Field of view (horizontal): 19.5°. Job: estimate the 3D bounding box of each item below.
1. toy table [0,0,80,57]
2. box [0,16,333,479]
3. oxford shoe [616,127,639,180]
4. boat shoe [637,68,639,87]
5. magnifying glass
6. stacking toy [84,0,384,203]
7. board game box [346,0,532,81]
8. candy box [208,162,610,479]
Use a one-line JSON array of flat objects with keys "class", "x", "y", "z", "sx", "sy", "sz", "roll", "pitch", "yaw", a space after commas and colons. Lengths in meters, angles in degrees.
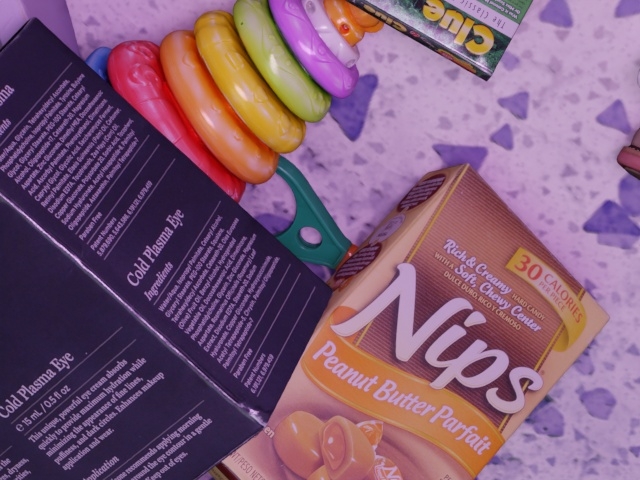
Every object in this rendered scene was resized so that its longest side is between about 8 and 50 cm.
[{"class": "toy table", "x": -0.305, "y": -0.208, "z": 1.459, "sx": 0.161, "sy": 0.252, "sz": 0.274, "roll": -15, "pitch": 102, "yaw": 5}, {"class": "box", "x": -0.227, "y": 0.067, "z": 1.415, "sx": 0.312, "sy": 0.179, "sz": 0.343, "roll": 43, "pitch": 126, "yaw": -12}, {"class": "oxford shoe", "x": 0.406, "y": -0.060, "z": 1.423, "sx": 0.348, "sy": 0.123, "sz": 0.130, "roll": 12, "pitch": 89, "yaw": 15}, {"class": "boat shoe", "x": 0.342, "y": -0.120, "z": 1.365, "sx": 0.226, "sy": 0.076, "sz": 0.083, "roll": 0, "pitch": 121, "yaw": 39}, {"class": "magnifying glass", "x": 0.000, "y": 0.000, "z": 1.603, "sx": 0.231, "sy": 0.026, "sz": 0.092, "roll": 34, "pitch": 121, "yaw": -2}, {"class": "stacking toy", "x": -0.034, "y": -0.142, "z": 1.471, "sx": 0.302, "sy": 0.166, "sz": 0.175, "roll": -33, "pitch": 106, "yaw": 13}, {"class": "board game box", "x": 0.047, "y": -0.242, "z": 1.404, "sx": 0.260, "sy": 0.030, "sz": 0.136, "roll": 30, "pitch": 79, "yaw": -2}, {"class": "candy box", "x": 0.063, "y": 0.112, "z": 1.495, "sx": 0.183, "sy": 0.316, "sz": 0.087, "roll": 46, "pitch": 164, "yaw": -12}]
